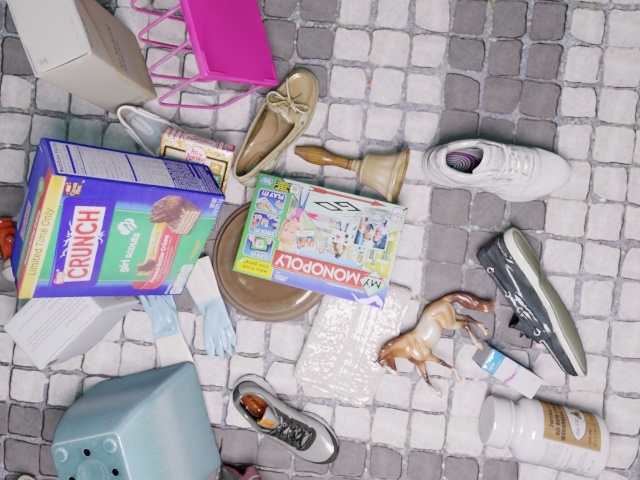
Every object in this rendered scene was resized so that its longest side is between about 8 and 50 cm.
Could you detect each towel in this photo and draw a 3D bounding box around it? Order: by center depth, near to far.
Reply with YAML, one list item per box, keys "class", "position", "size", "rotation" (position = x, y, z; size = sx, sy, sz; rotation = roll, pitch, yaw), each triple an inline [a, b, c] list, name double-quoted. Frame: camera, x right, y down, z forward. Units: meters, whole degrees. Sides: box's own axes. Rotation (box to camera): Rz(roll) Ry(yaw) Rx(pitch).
- class: "towel"
  position: [0.067, 0.209, 1.185]
  size: [0.187, 0.049, 0.282]
  rotation: [20, 92, 2]

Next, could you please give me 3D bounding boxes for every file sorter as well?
- class: "file sorter"
  position: [-0.250, -0.429, 1.097]
  size: [0.182, 0.202, 0.290]
  rotation: [-16, 89, 36]

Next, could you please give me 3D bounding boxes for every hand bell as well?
- class: "hand bell"
  position: [0.057, -0.166, 1.165]
  size: [0.242, 0.126, 0.126]
  rotation: [18, 92, 15]

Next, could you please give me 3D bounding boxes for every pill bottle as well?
- class: "pill bottle"
  position: [0.458, 0.399, 1.128]
  size: [0.229, 0.131, 0.131]
  rotation: [13, 92, 3]

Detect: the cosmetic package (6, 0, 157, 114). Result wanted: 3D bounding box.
- class: "cosmetic package"
  position: [-0.450, -0.369, 1.068]
  size: [0.113, 0.309, 0.160]
  rotation: [-20, 90, 3]

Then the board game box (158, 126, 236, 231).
- class: "board game box"
  position: [-0.270, -0.124, 1.142]
  size: [0.147, 0.045, 0.193]
  rotation: [15, 120, -10]

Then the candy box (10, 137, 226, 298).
- class: "candy box"
  position: [-0.379, -0.027, 1.022]
  size: [0.122, 0.317, 0.268]
  rotation: [54, 125, 38]

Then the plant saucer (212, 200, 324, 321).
- class: "plant saucer"
  position: [-0.105, 0.037, 1.174]
  size: [0.278, 0.041, 0.277]
  rotation: [-1, 83, 9]

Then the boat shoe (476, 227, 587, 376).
- class: "boat shoe"
  position: [0.437, 0.144, 1.137]
  size: [0.113, 0.127, 0.340]
  rotation: [-28, 98, 32]

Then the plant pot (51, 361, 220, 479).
- class: "plant pot"
  position: [-0.385, 0.419, 1.096]
  size: [0.247, 0.252, 0.247]
  rotation: [-15, 91, 11]

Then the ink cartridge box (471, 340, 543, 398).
- class: "ink cartridge box"
  position: [0.394, 0.272, 1.149]
  size: [0.122, 0.088, 0.052]
  rotation: [31, 92, 2]

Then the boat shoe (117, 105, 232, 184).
- class: "boat shoe"
  position: [-0.320, -0.199, 1.171]
  size: [0.277, 0.096, 0.098]
  rotation: [30, 90, 1]

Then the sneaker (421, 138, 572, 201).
- class: "sneaker"
  position: [0.368, -0.144, 1.111]
  size: [0.305, 0.152, 0.114]
  rotation: [4, 89, 1]

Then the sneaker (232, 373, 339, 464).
- class: "sneaker"
  position: [-0.081, 0.399, 1.168]
  size: [0.272, 0.108, 0.100]
  rotation: [34, 91, 0]

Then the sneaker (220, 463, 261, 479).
- class: "sneaker"
  position: [-0.203, 0.588, 1.194]
  size: [0.281, 0.106, 0.162]
  rotation: [-45, 50, 25]

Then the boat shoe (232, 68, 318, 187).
- class: "boat shoe"
  position: [-0.094, -0.241, 1.162]
  size: [0.105, 0.089, 0.285]
  rotation: [29, 92, 3]

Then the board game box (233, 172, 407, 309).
- class: "board game box"
  position: [0.000, 0.000, 1.120]
  size: [0.318, 0.046, 0.213]
  rotation: [14, 84, 8]

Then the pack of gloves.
- class: "pack of gloves"
  position: [-0.291, 0.172, 1.216]
  size: [0.195, 0.046, 0.232]
  rotation: [-20, 87, 15]

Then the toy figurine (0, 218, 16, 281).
- class: "toy figurine"
  position: [-0.754, 0.047, 1.142]
  size: [0.213, 0.209, 0.148]
  rotation: [-25, 80, 4]

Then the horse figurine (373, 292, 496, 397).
- class: "horse figurine"
  position: [0.254, 0.206, 1.158]
  size: [0.174, 0.066, 0.263]
  rotation: [39, 84, -2]

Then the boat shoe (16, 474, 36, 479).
- class: "boat shoe"
  position: [-0.615, 0.679, 1.199]
  size: [0.097, 0.116, 0.324]
  rotation: [-27, 95, 0]

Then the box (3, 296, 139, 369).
- class: "box"
  position: [-0.516, 0.155, 1.145]
  size: [0.182, 0.181, 0.119]
  rotation: [-44, 86, 3]
